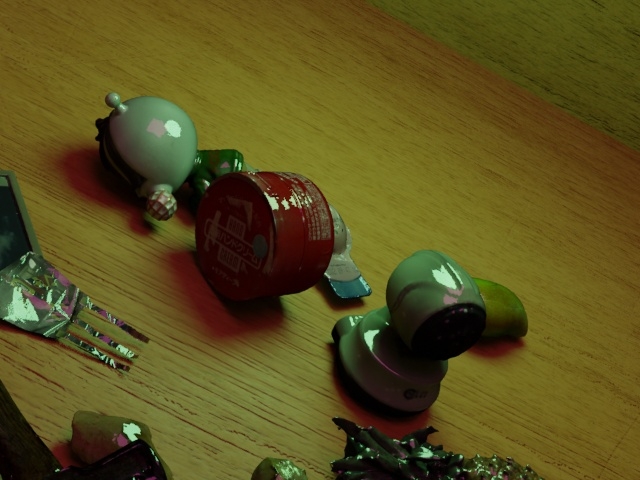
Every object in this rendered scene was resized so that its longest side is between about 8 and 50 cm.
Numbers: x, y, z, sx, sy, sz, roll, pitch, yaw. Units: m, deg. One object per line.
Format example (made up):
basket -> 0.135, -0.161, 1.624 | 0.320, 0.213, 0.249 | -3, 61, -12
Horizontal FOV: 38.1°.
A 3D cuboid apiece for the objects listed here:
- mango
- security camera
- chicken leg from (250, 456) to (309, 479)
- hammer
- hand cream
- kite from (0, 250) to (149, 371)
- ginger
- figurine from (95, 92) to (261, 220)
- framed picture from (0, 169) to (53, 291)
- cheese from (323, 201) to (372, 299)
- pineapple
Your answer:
mango -> 0.334, 0.141, 1.845 | 0.232, 0.111, 0.125 | 26, 44, -30
security camera -> 0.164, 0.146, 1.552 | 0.197, 0.277, 0.191 | 8, 39, -31
chicken leg -> -0.036, 0.402, 1.249 | 0.103, 0.088, 0.228 | 27, 36, -53
hammer -> -0.392, 0.241, 1.165 | 0.242, 0.095, 0.409 | -24, 50, -33
hand cream -> -0.096, -0.011, 1.600 | 0.149, 0.230, 0.230 | -8, 50, -44
kite -> -0.378, 0.113, 1.394 | 0.245, 0.015, 0.141 | 31, 44, -5
ginger -> -0.260, 0.292, 1.226 | 0.095, 0.069, 0.190 | -12, 52, -50
figurine -> -0.249, -0.144, 1.713 | 0.370, 0.167, 0.281 | 27, 37, -22
framed picture -> -0.549, -0.020, 1.446 | 0.208, 0.019, 0.281 | 0, 45, -38
cheese -> 0.000, 0.000, 1.795 | 0.188, 0.074, 0.286 | -7, 53, -42
pineapple -> 0.170, 0.360, 1.402 | 0.364, 0.166, 0.166 | 24, 35, -7
